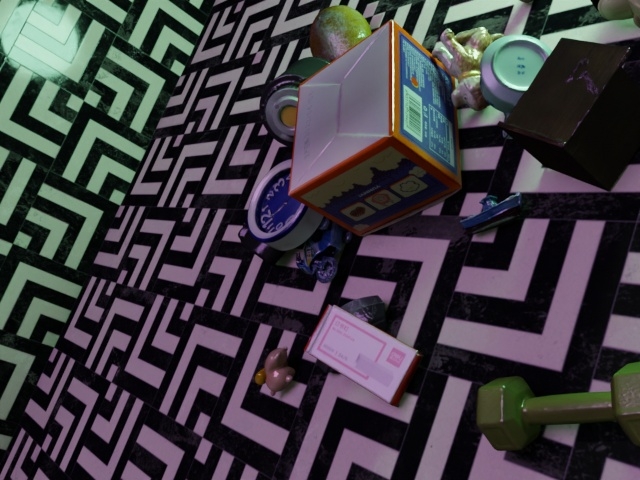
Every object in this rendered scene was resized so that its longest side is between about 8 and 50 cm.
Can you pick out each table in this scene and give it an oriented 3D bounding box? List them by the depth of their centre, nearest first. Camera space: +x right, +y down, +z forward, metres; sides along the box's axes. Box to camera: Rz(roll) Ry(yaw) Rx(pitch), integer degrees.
[{"bbox_3d":[0.469,-0.229,1.208,0.193,0.169,0.172,-57,35,5],"label":"table"}]

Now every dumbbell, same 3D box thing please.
[{"bbox_3d":[0.382,0.255,1.022,0.302,0.121,0.108,-18,24,43],"label":"dumbbell"}]

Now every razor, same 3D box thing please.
[{"bbox_3d":[-0.095,-0.094,1.865,0.189,0.107,0.326,28,88,53],"label":"razor"}]

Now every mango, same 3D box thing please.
[{"bbox_3d":[0.072,-0.569,1.980,0.193,0.146,0.316,-47,51,20],"label":"mango"}]

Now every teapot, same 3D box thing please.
[{"bbox_3d":[0.402,-0.326,1.404,0.159,0.159,0.231,-13,66,46],"label":"teapot"}]

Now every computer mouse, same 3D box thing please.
[{"bbox_3d":[0.055,0.202,1.497,0.231,0.071,0.126,-42,39,26],"label":"computer mouse"}]

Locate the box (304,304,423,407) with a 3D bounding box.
[{"bbox_3d":[0.086,0.231,1.386,0.229,0.050,0.122,27,86,32],"label":"box"}]

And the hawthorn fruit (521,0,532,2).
[{"bbox_3d":[0.462,-0.588,1.534,0.067,0.103,0.066,-20,58,35],"label":"hawthorn fruit"}]

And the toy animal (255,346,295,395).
[{"bbox_3d":[-0.092,0.312,1.609,0.082,0.091,0.114,40,113,27],"label":"toy animal"}]

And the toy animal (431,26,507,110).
[{"bbox_3d":[0.368,-0.382,1.514,0.104,0.184,0.185,100,155,-62],"label":"toy animal"}]

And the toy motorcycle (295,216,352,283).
[{"bbox_3d":[0.000,0.000,1.695,0.136,0.092,0.254,-24,51,42],"label":"toy motorcycle"}]

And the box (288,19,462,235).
[{"bbox_3d":[0.131,-0.247,1.567,0.319,0.257,0.348,-28,47,40],"label":"box"}]

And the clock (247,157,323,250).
[{"bbox_3d":[-0.082,-0.091,1.701,0.231,0.083,0.230,-25,52,37],"label":"clock"}]

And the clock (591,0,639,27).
[{"bbox_3d":[0.672,-0.479,1.187,0.379,0.120,0.276,-28,41,37],"label":"clock"}]

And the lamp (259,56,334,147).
[{"bbox_3d":[-0.053,-0.376,1.858,0.374,0.205,0.272,-13,24,44],"label":"lamp"}]

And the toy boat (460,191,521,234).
[{"bbox_3d":[0.340,-0.059,1.339,0.137,0.060,0.060,-26,69,44],"label":"toy boat"}]
